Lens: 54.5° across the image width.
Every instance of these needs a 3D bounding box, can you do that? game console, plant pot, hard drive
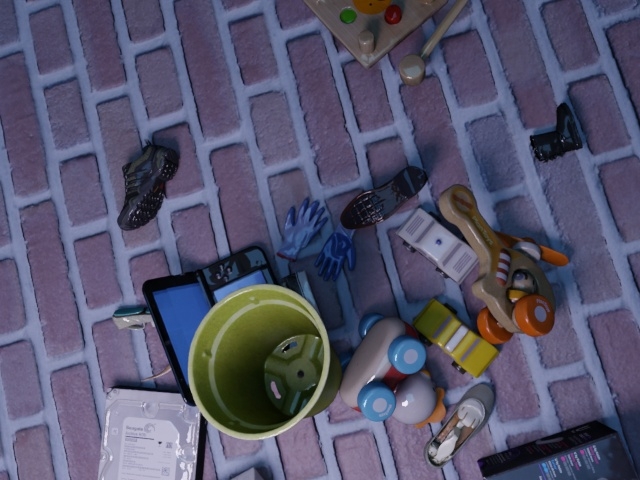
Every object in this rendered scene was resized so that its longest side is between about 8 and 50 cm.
[{"bbox_3d":[-0.208,0.178,1.375,0.250,0.173,0.293,-25,80,5],"label":"game console"},{"bbox_3d":[-0.076,0.251,1.218,0.276,0.254,0.276,-6,69,17],"label":"plant pot"},{"bbox_3d":[-0.386,0.512,1.417,0.236,0.064,0.339,3,82,9],"label":"hard drive"}]

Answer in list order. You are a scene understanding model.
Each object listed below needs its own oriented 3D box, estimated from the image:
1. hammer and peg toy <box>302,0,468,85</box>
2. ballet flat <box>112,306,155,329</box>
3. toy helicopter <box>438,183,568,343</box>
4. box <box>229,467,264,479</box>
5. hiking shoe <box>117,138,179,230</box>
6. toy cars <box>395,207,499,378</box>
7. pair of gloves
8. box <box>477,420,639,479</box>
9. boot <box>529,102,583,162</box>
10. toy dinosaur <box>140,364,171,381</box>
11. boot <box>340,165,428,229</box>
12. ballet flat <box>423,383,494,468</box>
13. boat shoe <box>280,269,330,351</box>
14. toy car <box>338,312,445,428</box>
[{"bbox_3d":[0.161,-0.528,1.432,0.266,0.127,0.361,-41,79,0],"label":"hammer and peg toy"},{"bbox_3d":[-0.410,0.182,1.475,0.168,0.057,0.052,-7,110,12],"label":"ballet flat"},{"bbox_3d":[0.378,0.027,1.300,0.235,0.140,0.355,-37,93,-32],"label":"toy helicopter"},{"bbox_3d":[-0.181,0.597,1.333,0.170,0.091,0.130,-31,110,4],"label":"box"},{"bbox_3d":[-0.437,-0.133,1.507,0.114,0.086,0.227,25,81,25],"label":"hiking shoe"},{"bbox_3d":[0.275,0.109,1.351,0.176,0.087,0.394,-10,81,7],"label":"toy cars"},{"bbox_3d":[0.000,0.000,1.442,0.198,0.023,0.159,25,89,12],"label":"pair of gloves"},{"bbox_3d":[0.469,0.478,1.233,0.270,0.165,0.143,-22,80,6],"label":"box"},{"bbox_3d":[0.516,-0.237,1.382,0.099,0.045,0.121,-17,81,10],"label":"boot"},{"bbox_3d":[-0.319,0.248,1.449,0.112,0.064,0.211,13,75,25],"label":"toy dinosaur"},{"bbox_3d":[0.151,-0.090,1.404,0.219,0.106,0.082,-31,83,21],"label":"boot"},{"bbox_3d":[0.299,0.399,1.320,0.072,0.068,0.213,39,90,11],"label":"ballet flat"},{"bbox_3d":[-0.032,0.177,1.399,0.070,0.078,0.219,-20,72,1],"label":"boat shoe"},{"bbox_3d":[0.180,0.298,1.314,0.238,0.219,0.210,34,88,-18],"label":"toy car"}]
